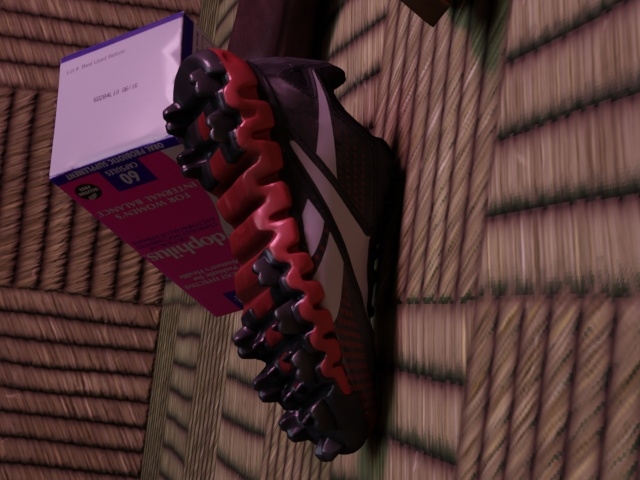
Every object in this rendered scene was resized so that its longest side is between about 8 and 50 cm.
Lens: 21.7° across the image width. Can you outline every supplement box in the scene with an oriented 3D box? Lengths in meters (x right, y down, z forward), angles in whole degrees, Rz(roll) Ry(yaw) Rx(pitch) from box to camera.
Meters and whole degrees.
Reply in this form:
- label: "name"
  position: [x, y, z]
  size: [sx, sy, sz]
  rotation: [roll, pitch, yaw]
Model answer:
- label: "supplement box"
  position: [-0.088, -0.049, 1.235]
  size: [0.220, 0.111, 0.114]
  rotation: [42, -142, -47]

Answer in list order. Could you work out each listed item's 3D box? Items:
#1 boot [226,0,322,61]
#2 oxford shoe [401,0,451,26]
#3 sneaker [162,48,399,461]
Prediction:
- label: "boot"
  position: [-0.040, -0.180, 1.454]
  size: [0.207, 0.090, 0.248]
  rotation: [109, 169, -57]
- label: "oxford shoe"
  position: [0.065, -0.182, 0.973]
  size: [0.076, 0.076, 0.212]
  rotation: [-49, 16, 12]
- label: "sneaker"
  position: [0.000, 0.000, 1.078]
  size: [0.097, 0.135, 0.276]
  rotation: [-36, 70, 61]
